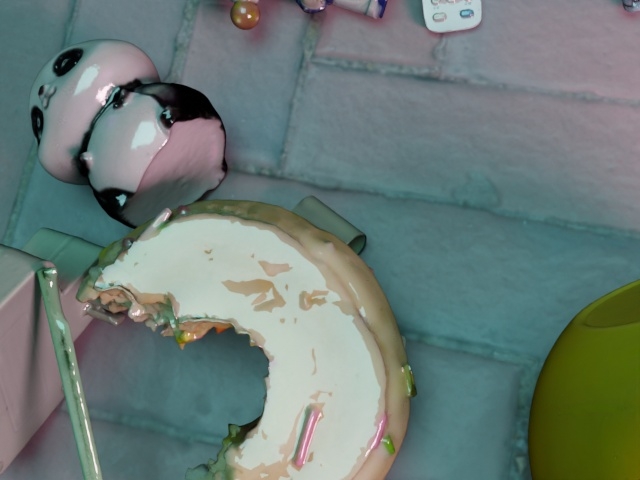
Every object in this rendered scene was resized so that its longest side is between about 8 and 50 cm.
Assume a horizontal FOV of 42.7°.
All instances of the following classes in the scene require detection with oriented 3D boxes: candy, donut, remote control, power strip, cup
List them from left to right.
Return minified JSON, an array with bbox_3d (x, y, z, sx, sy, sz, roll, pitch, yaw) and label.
[{"bbox_3d":[-0.316,0.108,0.907,0.141,0.229,0.261,19,45,13],"label":"power strip"},{"bbox_3d":[-0.235,0.243,0.839,0.119,0.119,0.439,-13,93,8],"label":"candy"},{"bbox_3d":[-0.065,0.133,0.860,0.307,0.150,0.371,-22,79,0],"label":"donut"},{"bbox_3d":[0.004,-0.003,0.962,0.083,0.075,0.054,40,48,22],"label":"cup"},{"bbox_3d":[0.156,-0.369,1.034,0.073,0.044,0.229,-6,82,4],"label":"remote control"}]

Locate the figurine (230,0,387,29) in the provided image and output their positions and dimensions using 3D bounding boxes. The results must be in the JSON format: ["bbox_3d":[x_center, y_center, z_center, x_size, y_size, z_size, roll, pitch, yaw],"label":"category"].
[{"bbox_3d":[-0.037,-0.367,1.032,0.274,0.133,0.193,-5,97,4],"label":"figurine"}]

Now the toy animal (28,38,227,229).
[{"bbox_3d":[-0.244,-0.137,0.982,0.235,0.165,0.187,37,101,16],"label":"toy animal"}]

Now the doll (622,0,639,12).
[{"bbox_3d":[0.408,-0.354,0.970,0.120,0.075,0.179,-29,42,42],"label":"doll"}]

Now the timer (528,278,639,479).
[{"bbox_3d":[0.360,0.216,0.681,0.376,0.376,0.387,-24,88,4],"label":"timer"}]
